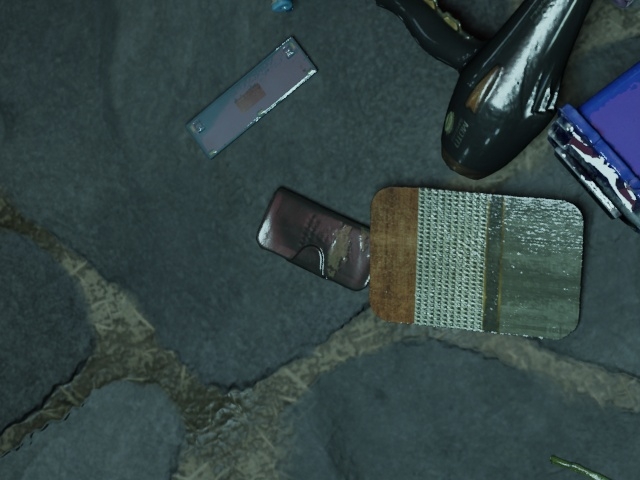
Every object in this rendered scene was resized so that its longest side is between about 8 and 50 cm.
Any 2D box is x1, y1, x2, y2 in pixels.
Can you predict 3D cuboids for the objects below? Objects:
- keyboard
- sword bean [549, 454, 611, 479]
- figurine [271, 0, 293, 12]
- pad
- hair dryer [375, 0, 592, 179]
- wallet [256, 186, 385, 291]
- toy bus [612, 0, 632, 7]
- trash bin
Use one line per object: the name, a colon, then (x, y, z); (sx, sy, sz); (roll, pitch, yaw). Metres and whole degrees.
keyboard: (-0.085, -0.175, 1.699); (0.176, 0.014, 0.055); (-39, 79, 13)
sword bean: (0.300, 0.264, 1.566); (0.083, 0.012, 0.012); (22, 95, 18)
figurine: (-0.080, -0.397, 1.674); (0.205, 0.103, 0.260); (-29, 80, 51)
pad: (0.169, -0.045, 1.551); (0.250, 0.055, 0.323); (5, 122, 18)
hair dryer: (0.146, -0.272, 1.572); (0.359, 0.120, 0.304); (41, 125, 27)
wallet: (0.000, 0.000, 1.665); (0.156, 0.018, 0.082); (27, 96, 15)
toy bus: (0.287, -0.354, 1.539); (0.199, 0.108, 0.096); (41, 100, 14)
trash bin: (0.380, -0.127, 1.481); (0.234, 0.162, 0.184); (-42, 85, 6)
